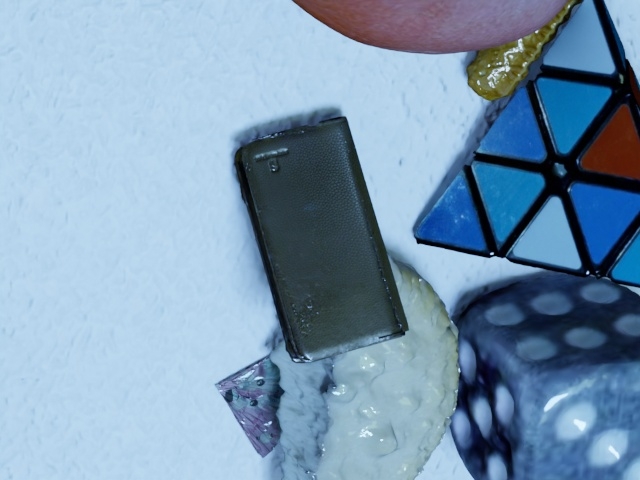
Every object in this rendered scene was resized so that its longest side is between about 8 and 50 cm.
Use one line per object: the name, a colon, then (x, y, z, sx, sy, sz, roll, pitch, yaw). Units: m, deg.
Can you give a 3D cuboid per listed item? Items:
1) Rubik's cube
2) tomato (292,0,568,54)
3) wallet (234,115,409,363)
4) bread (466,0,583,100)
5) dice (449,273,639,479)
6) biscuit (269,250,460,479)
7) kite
Rubik's cube: (0.298, -0.040, 1.681, 0.234, 0.250, 0.284, 1, 125, -55)
tomato: (0.087, -0.287, 1.387, 0.341, 0.273, 0.341, -11, 120, -20)
wallet: (0.000, 0.000, 1.590, 0.110, 0.031, 0.198, -15, 89, -16)
bread: (0.185, -0.190, 1.623, 0.052, 0.044, 0.157, 27, 105, -40)
dice: (0.231, 0.148, 1.742, 0.182, 0.181, 0.183, -10, 122, -20)
biscuit: (0.049, 0.124, 1.697, 0.179, 0.084, 0.281, -11, 113, -26)
kite: (-0.029, 0.146, 1.729, 0.157, 0.011, 0.139, 9, 115, -27)
